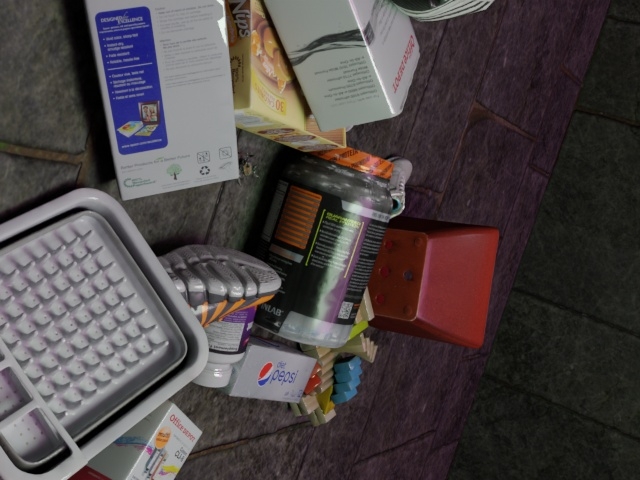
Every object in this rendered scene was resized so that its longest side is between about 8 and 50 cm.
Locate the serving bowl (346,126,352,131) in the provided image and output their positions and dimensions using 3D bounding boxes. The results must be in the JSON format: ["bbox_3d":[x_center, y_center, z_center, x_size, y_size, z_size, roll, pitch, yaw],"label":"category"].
[{"bbox_3d":[0.043,-0.246,1.718,0.083,0.027,0.083,-44,145,-43],"label":"serving bowl"}]

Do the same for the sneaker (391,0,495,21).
[{"bbox_3d":[0.276,-0.488,1.333,0.447,0.169,0.257,-39,176,10],"label":"sneaker"}]

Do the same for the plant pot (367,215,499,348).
[{"bbox_3d":[0.194,0.077,1.964,0.235,0.267,0.268,10,89,-54],"label":"plant pot"}]

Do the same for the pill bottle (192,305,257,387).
[{"bbox_3d":[-0.165,0.135,1.501,0.108,0.108,0.194,-7,115,-61],"label":"pill bottle"}]

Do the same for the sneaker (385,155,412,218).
[{"bbox_3d":[0.143,-0.098,1.945,0.229,0.092,0.087,-46,144,-41],"label":"sneaker"}]

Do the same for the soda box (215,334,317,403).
[{"bbox_3d":[-0.114,0.231,1.689,0.286,0.091,0.098,26,87,-64],"label":"soda box"}]

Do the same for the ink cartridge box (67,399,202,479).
[{"bbox_3d":[-0.288,0.313,1.371,0.176,0.127,0.128,-60,152,-21],"label":"ink cartridge box"}]

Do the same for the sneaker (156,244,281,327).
[{"bbox_3d":[-0.215,0.113,1.357,0.321,0.124,0.180,-3,122,-36],"label":"sneaker"}]

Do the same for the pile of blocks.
[{"bbox_3d":[0.020,0.251,1.897,0.112,0.148,0.362,-28,133,-52],"label":"pile of blocks"}]

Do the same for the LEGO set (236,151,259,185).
[{"bbox_3d":[-0.129,-0.122,1.491,0.054,0.023,0.083,-57,139,-28],"label":"LEGO set"}]

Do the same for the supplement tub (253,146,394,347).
[{"bbox_3d":[0.000,0.000,1.610,0.207,0.207,0.338,10,100,-64],"label":"supplement tub"}]

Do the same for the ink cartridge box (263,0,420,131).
[{"bbox_3d":[0.026,-0.348,1.332,0.223,0.129,0.307,-69,142,-49],"label":"ink cartridge box"}]

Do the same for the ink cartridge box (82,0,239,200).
[{"bbox_3d":[-0.196,-0.212,1.146,0.165,0.065,0.333,-11,130,-14],"label":"ink cartridge box"}]

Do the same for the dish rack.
[{"bbox_3d":[-0.314,0.111,1.094,0.072,0.286,0.333,-33,-178,43],"label":"dish rack"}]

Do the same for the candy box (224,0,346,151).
[{"bbox_3d":[-0.060,-0.251,1.389,0.316,0.087,0.183,11,79,-64],"label":"candy box"}]
